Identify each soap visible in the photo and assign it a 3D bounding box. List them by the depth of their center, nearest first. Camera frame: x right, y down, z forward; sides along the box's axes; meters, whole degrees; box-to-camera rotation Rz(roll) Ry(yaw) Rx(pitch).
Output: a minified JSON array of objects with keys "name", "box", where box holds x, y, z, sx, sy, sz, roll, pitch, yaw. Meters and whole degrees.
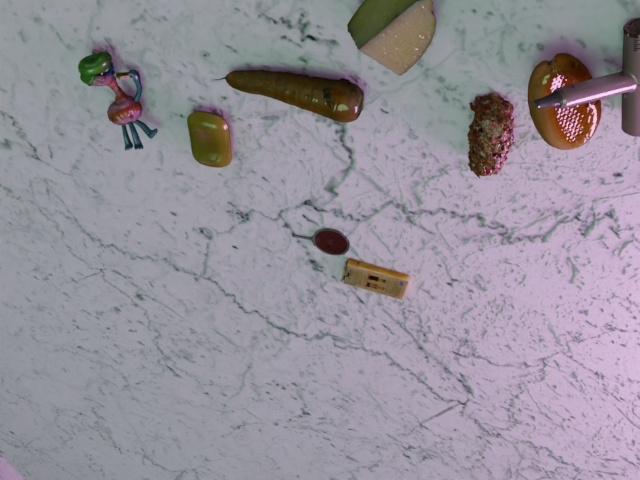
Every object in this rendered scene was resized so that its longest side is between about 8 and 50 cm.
[{"name":"soap","box":[-0.223,-0.205,1.720,0.088,0.045,0.140,14,140,12]}]

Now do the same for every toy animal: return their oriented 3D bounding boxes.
[{"name":"toy animal","box":[-0.390,-0.280,1.683,0.103,0.100,0.208,-19,120,9]}]

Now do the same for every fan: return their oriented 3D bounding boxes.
[{"name":"fan","box":[0.000,0.000,1.880,0.133,0.005,0.085,9,139,12]}]

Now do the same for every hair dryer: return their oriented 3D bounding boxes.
[{"name":"hair dryer","box":[0.435,-0.217,1.339,0.220,0.054,0.195,-28,132,-11]}]

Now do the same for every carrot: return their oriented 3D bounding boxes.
[{"name":"carrot","box":[-0.064,-0.277,1.565,0.298,0.078,0.078,14,139,15]}]

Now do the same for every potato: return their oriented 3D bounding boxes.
[{"name":"potato","box":[0.136,-0.360,1.406,0.149,0.081,0.120,-35,147,26]}]

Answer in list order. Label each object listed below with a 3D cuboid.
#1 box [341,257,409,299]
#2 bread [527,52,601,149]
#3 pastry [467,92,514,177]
[{"name":"box","box":[0.123,0.087,1.912,0.149,0.020,0.073,16,140,5]},{"name":"bread","box":[0.398,-0.232,1.402,0.114,0.077,0.189,-22,128,12]},{"name":"pastry","box":[0.300,-0.179,1.518,0.087,0.063,0.169,10,139,16]}]
